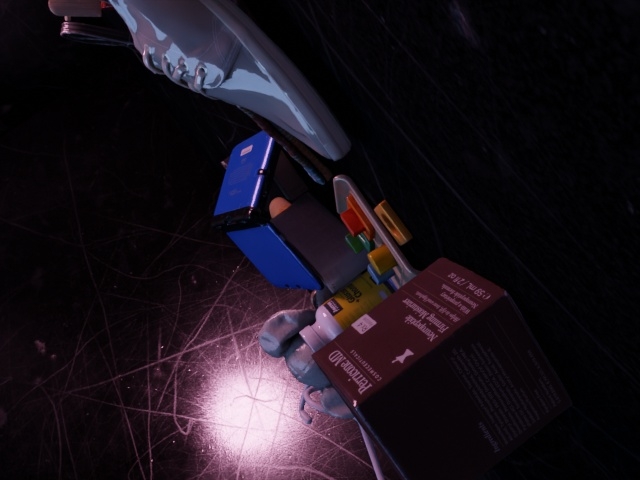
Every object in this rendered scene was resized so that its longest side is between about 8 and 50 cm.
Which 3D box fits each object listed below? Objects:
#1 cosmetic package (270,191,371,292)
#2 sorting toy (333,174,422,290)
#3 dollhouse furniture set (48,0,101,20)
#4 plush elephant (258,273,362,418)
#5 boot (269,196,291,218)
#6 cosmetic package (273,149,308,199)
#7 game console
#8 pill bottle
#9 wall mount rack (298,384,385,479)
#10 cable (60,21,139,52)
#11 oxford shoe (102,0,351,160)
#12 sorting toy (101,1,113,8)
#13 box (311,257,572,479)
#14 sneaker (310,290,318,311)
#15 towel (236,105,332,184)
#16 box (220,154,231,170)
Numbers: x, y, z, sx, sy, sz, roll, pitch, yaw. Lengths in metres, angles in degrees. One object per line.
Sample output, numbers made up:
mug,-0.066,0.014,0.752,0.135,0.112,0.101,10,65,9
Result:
cosmetic package,0.000,0.000,1.552,0.060,0.099,0.239,55,174,-36
sorting toy,0.078,0.007,1.248,0.196,0.047,0.347,52,173,15
dollhouse furniture set,-0.500,-0.536,1.539,0.212,0.161,0.242,-132,42,-65
plush elephant,0.034,0.202,1.653,0.272,0.255,0.330,53,173,7
boot,-0.024,0.048,1.923,0.211,0.104,0.295,50,168,55
cosmetic package,-0.076,-0.137,1.618,0.115,0.041,0.060,56,173,-14
game console,-0.082,-0.053,1.529,0.173,0.250,0.293,18,172,-20
pill bottle,0.058,0.134,1.445,0.103,0.184,0.103,52,173,9
wall mount rack,0.129,0.385,1.729,0.304,0.350,0.130,31,114,45
cable,-0.354,-0.373,1.621,0.139,0.287,0.072,16,103,56
oxford shoe,-0.143,-0.236,1.022,0.449,0.130,0.169,42,179,11
sorting toy,-0.345,-0.502,1.522,0.365,0.127,0.126,-153,57,-70
box,0.134,0.156,0.943,0.167,0.203,0.168,57,172,-20
sneaker,0.037,0.159,2.056,0.188,0.066,0.071,33,-167,-36
towel,-0.145,-0.249,1.289,0.370,0.040,0.271,49,-174,36
box,-0.182,-0.179,1.967,0.062,0.083,0.052,57,174,-32
